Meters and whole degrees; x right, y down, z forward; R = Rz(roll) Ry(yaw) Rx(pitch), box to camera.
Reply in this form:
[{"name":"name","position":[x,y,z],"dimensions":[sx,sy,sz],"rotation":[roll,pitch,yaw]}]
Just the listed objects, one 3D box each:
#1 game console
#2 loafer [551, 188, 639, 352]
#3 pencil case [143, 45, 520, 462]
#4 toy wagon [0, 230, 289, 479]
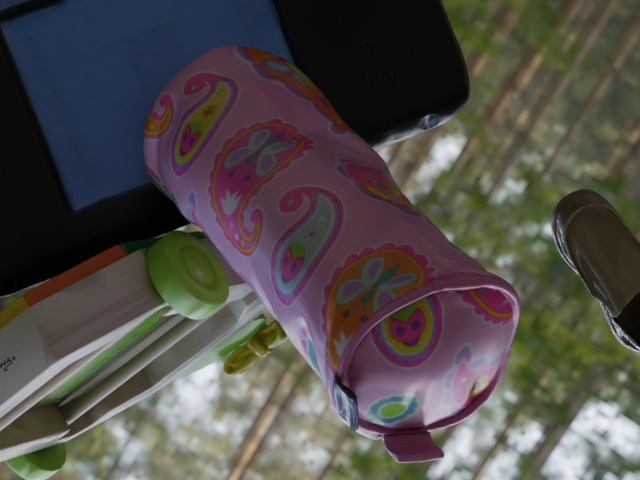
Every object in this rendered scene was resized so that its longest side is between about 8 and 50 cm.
[{"name":"game console","position":[-0.132,-0.175,1.250],"dimensions":[0.060,0.386,0.342],"rotation":[144,104,-79]},{"name":"loafer","position":[0.222,0.025,1.435],"dimensions":[0.148,0.056,0.050],"rotation":[54,176,-25]},{"name":"pencil case","position":[0.000,0.000,1.107],"dimensions":[0.124,0.124,0.284],"rotation":[12,-154,-39]},{"name":"toy wagon","position":[-0.131,0.075,1.322],"dimensions":[0.068,0.267,0.344],"rotation":[58,-156,10]}]
